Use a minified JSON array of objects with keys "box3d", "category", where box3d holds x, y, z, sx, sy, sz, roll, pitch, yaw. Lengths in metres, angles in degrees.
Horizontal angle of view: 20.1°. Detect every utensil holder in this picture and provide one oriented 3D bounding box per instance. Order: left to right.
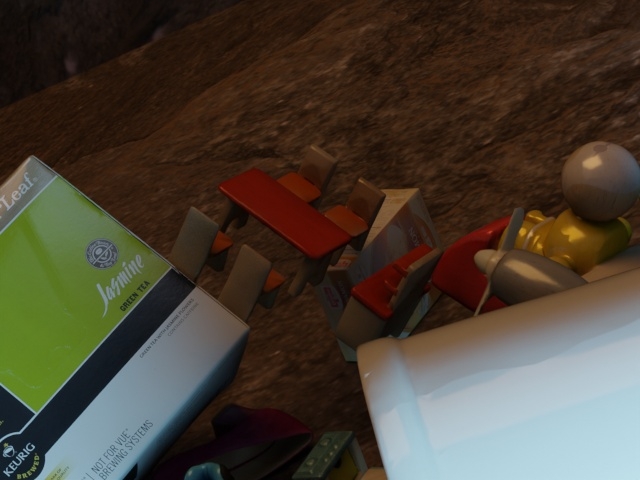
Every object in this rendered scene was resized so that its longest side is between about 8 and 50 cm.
[{"box3d":[0.261,0.189,1.538,0.386,0.327,0.327,-17,25,2],"category":"utensil holder"}]

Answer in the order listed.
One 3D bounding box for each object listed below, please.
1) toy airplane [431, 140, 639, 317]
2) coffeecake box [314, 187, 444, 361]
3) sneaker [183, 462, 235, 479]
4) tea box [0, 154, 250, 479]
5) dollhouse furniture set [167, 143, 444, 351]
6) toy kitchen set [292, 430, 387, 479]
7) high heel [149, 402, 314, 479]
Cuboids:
[{"box3d":[0.328,0.029,1.928,0.384,0.272,0.386,-8,14,-4],"category":"toy airplane"},{"box3d":[0.078,0.043,2.274,0.068,0.142,0.185,-1,33,38],"category":"coffeecake box"},{"box3d":[-0.145,0.369,1.827,0.125,0.139,0.341,-11,29,21],"category":"sneaker"},{"box3d":[-0.311,0.147,2.012,0.329,0.323,0.220,-48,-7,-21],"category":"tea box"},{"box3d":[0.000,0.000,2.052,0.259,0.135,0.262,36,34,17],"category":"dollhouse furniture set"},{"box3d":[0.050,0.256,1.903,0.207,0.122,0.166,-3,32,36],"category":"toy kitchen set"},{"box3d":[-0.113,0.281,2.069,0.117,0.082,0.244,11,38,33],"category":"high heel"}]
